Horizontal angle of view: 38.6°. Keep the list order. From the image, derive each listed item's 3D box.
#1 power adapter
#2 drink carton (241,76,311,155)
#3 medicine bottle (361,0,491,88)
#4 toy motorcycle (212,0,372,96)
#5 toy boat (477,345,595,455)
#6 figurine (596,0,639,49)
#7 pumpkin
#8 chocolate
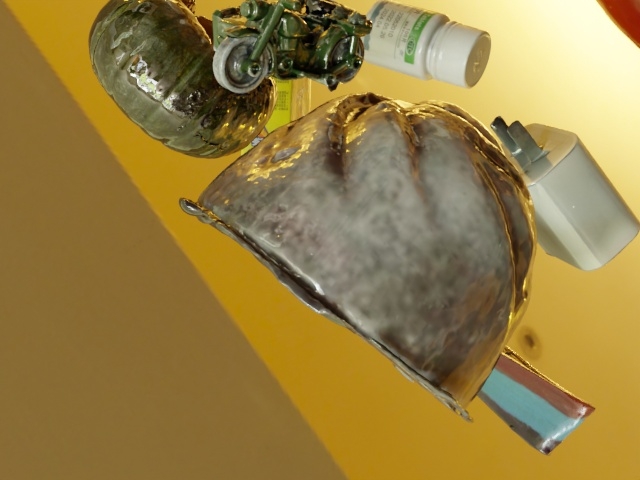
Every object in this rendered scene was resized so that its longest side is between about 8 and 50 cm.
[{"bbox_3d":[0.354,-0.092,1.416,0.124,0.187,0.255,-43,-70,-3],"label":"power adapter"},{"bbox_3d":[-0.091,-0.276,1.903,0.154,0.111,0.351,9,-97,-75],"label":"drink carton"},{"bbox_3d":[0.206,-0.386,1.801,0.237,0.139,0.139,23,-144,27],"label":"medicine bottle"},{"bbox_3d":[-0.055,-0.278,1.223,0.275,0.127,0.205,-11,-149,-40],"label":"toy motorcycle"},{"bbox_3d":[0.229,0.163,1.168,0.136,0.079,0.392,30,-174,-18],"label":"toy boat"},{"bbox_3d":[0.213,-0.161,0.379,0.320,0.196,0.323,21,-150,16],"label":"figurine"},{"bbox_3d":[-0.223,-0.268,1.458,0.320,0.192,0.320,42,-168,-12],"label":"pumpkin"},{"bbox_3d":[0.065,-0.016,0.774,0.303,0.303,0.213,39,-95,-16],"label":"chocolate"}]
